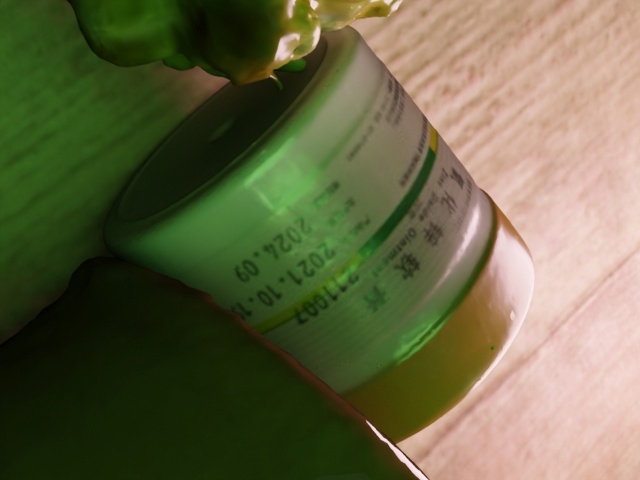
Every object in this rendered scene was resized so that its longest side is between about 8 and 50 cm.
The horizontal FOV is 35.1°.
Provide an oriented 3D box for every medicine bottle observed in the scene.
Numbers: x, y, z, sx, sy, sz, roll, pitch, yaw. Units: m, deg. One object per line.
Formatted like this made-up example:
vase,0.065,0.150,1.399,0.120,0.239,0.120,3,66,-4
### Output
medicine bottle,0.000,0.000,0.747,0.238,0.238,0.232,-46,113,-11

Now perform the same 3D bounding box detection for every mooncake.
mooncake,-0.087,0.214,0.658,0.246,0.393,0.394,-40,145,-19

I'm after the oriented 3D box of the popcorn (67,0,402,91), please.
popcorn,-0.072,-0.251,0.651,0.312,0.312,0.312,-4,100,-23
